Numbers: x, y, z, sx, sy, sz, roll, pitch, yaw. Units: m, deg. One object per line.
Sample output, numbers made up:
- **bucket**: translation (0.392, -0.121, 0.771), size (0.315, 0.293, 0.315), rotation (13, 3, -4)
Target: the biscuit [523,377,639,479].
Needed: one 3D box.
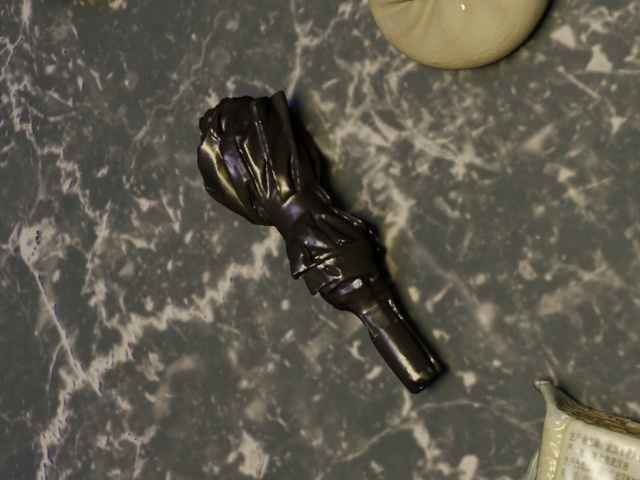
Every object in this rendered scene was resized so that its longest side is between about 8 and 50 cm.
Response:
- **biscuit**: translation (0.291, 0.231, 1.065), size (0.309, 0.079, 0.186), rotation (12, 97, 31)

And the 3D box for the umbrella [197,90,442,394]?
- **umbrella**: translation (0.000, 0.000, 1.244), size (0.118, 0.118, 0.340), rotation (-44, 72, 24)

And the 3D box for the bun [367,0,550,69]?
- **bun**: translation (0.113, -0.235, 1.161), size (0.173, 0.120, 0.172), rotation (1, 92, 33)
